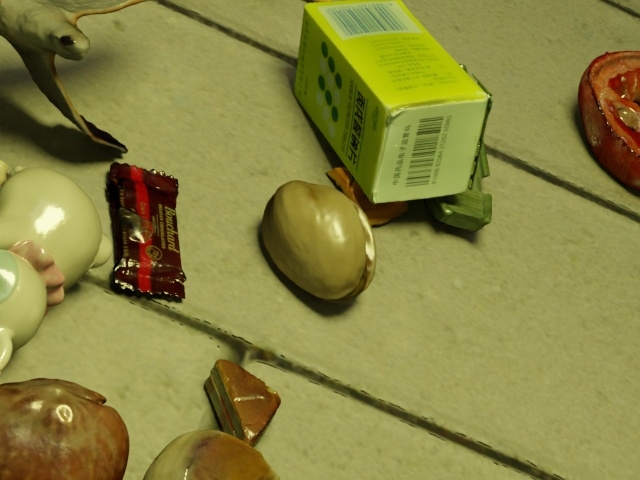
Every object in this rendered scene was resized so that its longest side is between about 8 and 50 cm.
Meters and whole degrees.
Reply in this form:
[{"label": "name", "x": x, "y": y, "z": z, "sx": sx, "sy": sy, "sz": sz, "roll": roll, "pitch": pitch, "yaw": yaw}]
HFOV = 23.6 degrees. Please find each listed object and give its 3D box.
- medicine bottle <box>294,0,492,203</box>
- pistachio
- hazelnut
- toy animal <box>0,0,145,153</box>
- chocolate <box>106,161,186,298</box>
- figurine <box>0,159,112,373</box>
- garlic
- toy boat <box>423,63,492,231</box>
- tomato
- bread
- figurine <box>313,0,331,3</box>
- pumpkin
[{"label": "medicine bottle", "x": 0.078, "y": -0.170, "z": 1.790, "sx": 0.141, "sy": 0.137, "sz": 0.250, "roll": -7, "pitch": 40, "yaw": -23}, {"label": "pistachio", "x": 0.000, "y": 0.000, "z": 1.648, "sx": 0.113, "sy": 0.113, "sz": 0.149, "roll": -7, "pitch": 59, "yaw": -35}, {"label": "hazelnut", "x": -0.240, "y": 0.182, "z": 1.294, "sx": 0.154, "sy": 0.143, "sz": 0.143, "roll": 16, "pitch": 42, "yaw": -13}, {"label": "toy animal", "x": -0.316, "y": -0.258, "z": 1.606, "sx": 0.284, "sy": 0.225, "sz": 0.302, "roll": 27, "pitch": 7, "yaw": 17}, {"label": "chocolate", "x": -0.182, "y": -0.013, "z": 1.610, "sx": 0.086, "sy": 0.028, "sz": 0.182, "roll": 14, "pitch": 41, "yaw": -21}, {"label": "figurine", "x": -0.307, "y": 0.034, "z": 1.418, "sx": 0.155, "sy": 0.127, "sz": 0.235, "roll": 43, "pitch": 42, "yaw": -12}, {"label": "garlic", "x": -0.101, "y": 0.253, "z": 1.341, "sx": 0.129, "sy": 0.090, "sz": 0.198, "roll": 29, "pitch": 34, "yaw": -20}, {"label": "toy boat", "x": 0.161, "y": -0.113, "z": 1.891, "sx": 0.093, "sy": 0.055, "sz": 0.293, "roll": 15, "pitch": 43, "yaw": -15}, {"label": "tomato", "x": 0.441, "y": -0.150, "z": 2.062, "sx": 0.228, "sy": 0.101, "sz": 0.228, "roll": 11, "pitch": 50, "yaw": -14}, {"label": "bread", "x": -0.067, "y": 0.164, "z": 1.480, "sx": 0.062, "sy": 0.043, "sz": 0.109, "roll": 1, "pitch": 47, "yaw": -27}, {"label": "figurine", "x": -0.074, "y": -0.401, "z": 2.008, "sx": 0.240, "sy": 0.116, "sz": 0.174, "roll": 28, "pitch": 42, "yaw": -10}, {"label": "pumpkin", "x": 0.058, "y": -0.064, "z": 1.797, "sx": 0.073, "sy": 0.035, "sz": 0.101, "roll": -10, "pitch": 51, "yaw": -40}]
